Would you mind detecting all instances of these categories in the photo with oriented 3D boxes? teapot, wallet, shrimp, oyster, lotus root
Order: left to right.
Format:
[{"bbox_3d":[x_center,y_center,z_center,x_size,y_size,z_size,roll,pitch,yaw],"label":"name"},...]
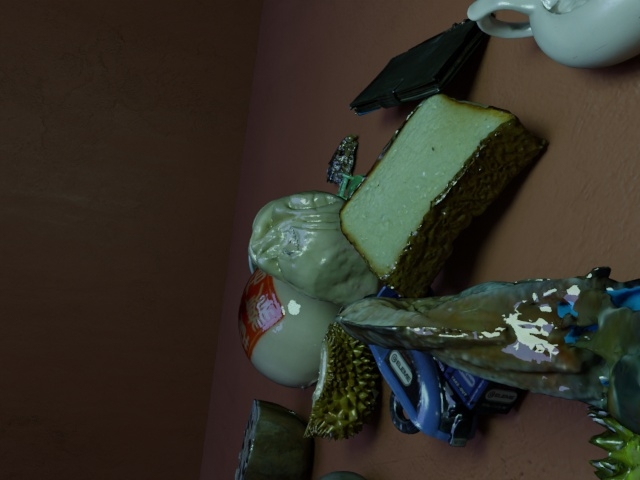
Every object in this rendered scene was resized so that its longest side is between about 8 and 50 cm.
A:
[{"bbox_3d":[-0.126,0.563,1.343,0.272,0.192,0.271,-173,90,-80],"label":"lotus root"},{"bbox_3d":[0.056,-0.212,1.318,0.103,0.051,0.148,43,113,57],"label":"oyster"},{"bbox_3d":[0.178,-0.322,0.953,0.169,0.044,0.317,-52,20,-10],"label":"wallet"},{"bbox_3d":[0.156,0.084,0.493,0.446,0.221,0.109,163,109,-72],"label":"shrimp"},{"bbox_3d":[0.306,-0.293,0.555,0.298,0.140,0.204,159,114,-66],"label":"teapot"}]

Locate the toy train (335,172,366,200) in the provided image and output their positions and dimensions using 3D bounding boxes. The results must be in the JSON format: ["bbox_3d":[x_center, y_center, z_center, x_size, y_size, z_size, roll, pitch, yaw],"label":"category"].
[{"bbox_3d":[0.098,-0.095,1.120,0.149,0.081,0.099,-121,44,-60],"label":"toy train"}]

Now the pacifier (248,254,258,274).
[{"bbox_3d":[-0.095,0.022,1.522,0.207,0.227,0.278,-3,56,37],"label":"pacifier"}]

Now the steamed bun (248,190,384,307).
[{"bbox_3d":[0.000,0.000,1.055,0.275,0.320,0.206,-8,-62,-73],"label":"steamed bun"}]

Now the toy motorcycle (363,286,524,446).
[{"bbox_3d":[0.166,0.159,0.808,0.212,0.125,0.358,-65,28,19],"label":"toy motorcycle"}]

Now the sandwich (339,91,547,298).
[{"bbox_3d":[0.163,-0.084,0.805,0.301,0.099,0.271,-55,23,13],"label":"sandwich"}]

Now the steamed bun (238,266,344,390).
[{"bbox_3d":[-0.086,0.189,1.292,0.374,0.242,0.374,-170,90,-72],"label":"steamed bun"}]

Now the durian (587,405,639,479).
[{"bbox_3d":[0.326,0.191,0.429,0.170,0.157,0.355,-10,70,31],"label":"durian"}]

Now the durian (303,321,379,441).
[{"bbox_3d":[0.058,0.285,1.034,0.138,0.183,0.249,-5,72,32],"label":"durian"}]

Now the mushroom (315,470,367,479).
[{"bbox_3d":[0.029,0.573,0.939,0.243,0.244,0.243,-173,90,-70],"label":"mushroom"}]
